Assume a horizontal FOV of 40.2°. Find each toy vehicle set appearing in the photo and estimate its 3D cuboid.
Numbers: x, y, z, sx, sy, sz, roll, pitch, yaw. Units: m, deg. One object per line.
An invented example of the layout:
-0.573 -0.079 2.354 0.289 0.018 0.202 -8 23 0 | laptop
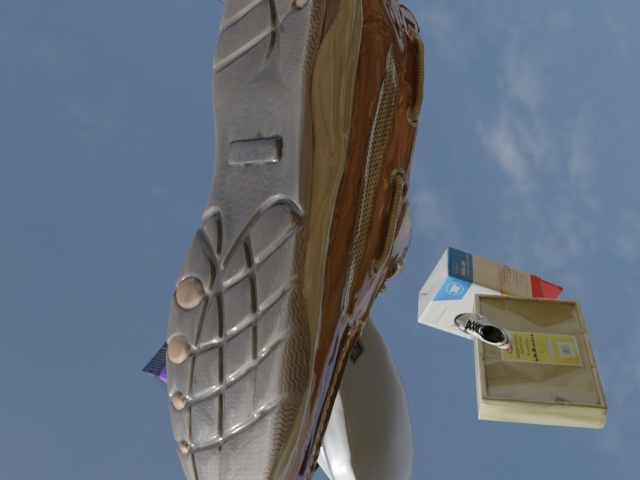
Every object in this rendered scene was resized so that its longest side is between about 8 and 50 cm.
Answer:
0.310 0.167 1.272 0.166 0.035 0.267 4 -151 6 | toy vehicle set

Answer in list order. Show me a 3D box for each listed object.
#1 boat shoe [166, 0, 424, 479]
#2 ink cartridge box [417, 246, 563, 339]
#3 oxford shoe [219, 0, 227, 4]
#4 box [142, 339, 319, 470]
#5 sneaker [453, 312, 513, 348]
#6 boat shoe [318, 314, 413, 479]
0.000 0.000 0.490 0.116 0.123 0.324 10 -89 -40 | boat shoe
0.306 0.114 1.568 0.231 0.134 0.078 18 -139 -8 | ink cartridge box
-0.058 -0.217 0.624 0.212 0.076 0.076 44 -127 -22 | oxford shoe
-0.111 0.236 1.347 0.270 0.165 0.143 46 -111 -21 | box
0.209 0.113 1.137 0.037 0.083 0.031 24 -94 -61 | sneaker
-0.004 0.093 0.648 0.095 0.084 0.258 -36 -67 -49 | boat shoe
